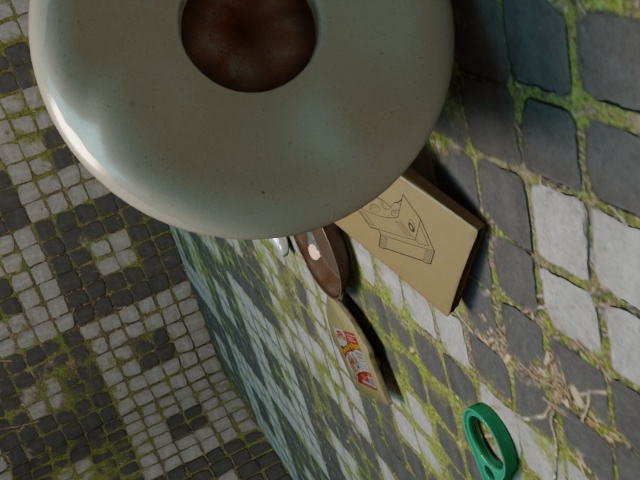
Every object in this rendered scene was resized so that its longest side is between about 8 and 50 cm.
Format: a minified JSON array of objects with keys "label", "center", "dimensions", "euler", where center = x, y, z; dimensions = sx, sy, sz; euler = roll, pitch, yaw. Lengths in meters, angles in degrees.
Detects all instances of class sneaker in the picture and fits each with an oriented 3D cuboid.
[{"label":"sneaker","center":[-0.111,-0.027,1.633],"dimensions":[0.152,0.061,0.053],"euler":[59,162,20]}]

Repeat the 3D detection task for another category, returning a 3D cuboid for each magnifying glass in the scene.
[{"label":"magnifying glass","center":[0.223,0.305,1.065],"dimensions":[0.092,0.026,0.231],"euler":[44,154,55]}]

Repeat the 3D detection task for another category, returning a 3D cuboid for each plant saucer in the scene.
[{"label":"plant saucer","center":[0.000,0.000,1.342],"dimensions":[0.198,0.036,0.198],"euler":[57,161,31]}]

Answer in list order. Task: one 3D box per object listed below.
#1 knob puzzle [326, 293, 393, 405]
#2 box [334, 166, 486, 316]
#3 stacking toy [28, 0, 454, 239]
[{"label":"knob puzzle","center":[0.062,0.174,1.404],"dimensions":[0.213,0.030,0.213],"euler":[58,164,28]},{"label":"box","center":[0.087,-0.023,0.924],"dimensions":[0.201,0.021,0.164],"euler":[41,152,23]},{"label":"stacking toy","center":[-0.084,-0.157,0.872],"dimensions":[0.480,0.351,0.350],"euler":[144,102,-81]}]
